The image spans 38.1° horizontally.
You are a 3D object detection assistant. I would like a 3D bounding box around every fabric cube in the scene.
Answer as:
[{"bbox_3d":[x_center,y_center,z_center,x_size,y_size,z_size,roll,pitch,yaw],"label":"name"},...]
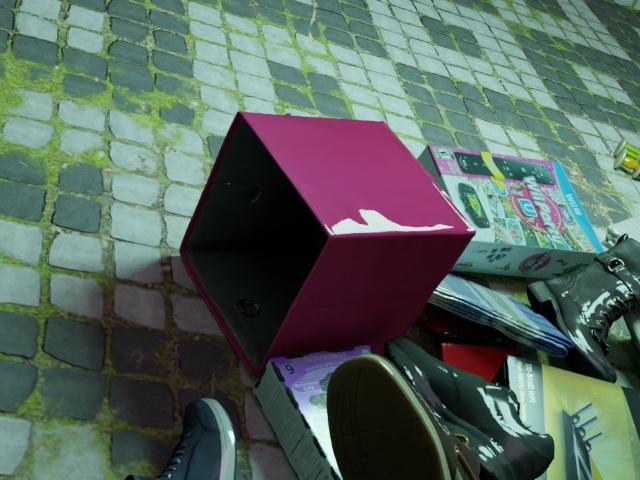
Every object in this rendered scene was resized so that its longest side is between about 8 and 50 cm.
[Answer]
[{"bbox_3d":[0.000,0.000,1.281,0.258,0.259,0.254,-3,44,-40],"label":"fabric cube"}]

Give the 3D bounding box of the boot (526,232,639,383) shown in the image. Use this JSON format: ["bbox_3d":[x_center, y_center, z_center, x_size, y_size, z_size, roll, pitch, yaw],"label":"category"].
[{"bbox_3d":[0.485,0.106,1.516,0.229,0.091,0.263,-23,46,-2],"label":"boot"}]

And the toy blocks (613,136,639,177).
[{"bbox_3d":[0.784,-0.179,2.229,0.148,0.054,0.123,28,35,1],"label":"toy blocks"}]

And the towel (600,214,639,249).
[{"bbox_3d":[0.732,0.072,1.831,0.332,0.053,0.317,44,28,23],"label":"towel"}]

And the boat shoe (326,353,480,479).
[{"bbox_3d":[0.122,0.273,1.056,0.342,0.123,0.123,59,26,-2],"label":"boat shoe"}]

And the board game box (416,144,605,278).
[{"bbox_3d":[0.329,-0.048,1.661,0.303,0.097,0.224,5,50,-29],"label":"board game box"}]

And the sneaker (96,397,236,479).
[{"bbox_3d":[-0.175,0.250,0.983,0.163,0.086,0.226,15,37,-22],"label":"sneaker"}]

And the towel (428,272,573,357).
[{"bbox_3d":[0.240,0.096,1.463,0.285,0.034,0.209,22,10,-11],"label":"towel"}]

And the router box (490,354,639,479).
[{"bbox_3d":[0.354,0.314,1.233,0.243,0.081,0.309,16,38,-5],"label":"router box"}]

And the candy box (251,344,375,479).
[{"bbox_3d":[0.033,0.233,1.160,0.165,0.070,0.196,-3,45,-37],"label":"candy box"}]

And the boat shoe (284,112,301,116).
[{"bbox_3d":[-0.004,-0.155,1.631,0.075,0.083,0.226,6,39,-27],"label":"boat shoe"}]

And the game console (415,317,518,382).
[{"bbox_3d":[0.225,0.178,1.416,0.144,0.085,0.124,8,8,-27],"label":"game console"}]

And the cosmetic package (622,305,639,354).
[{"bbox_3d":[0.612,0.201,1.500,0.296,0.153,0.129,-98,161,-49],"label":"cosmetic package"}]

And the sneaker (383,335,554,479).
[{"bbox_3d":[0.184,0.220,1.202,0.130,0.109,0.286,-22,45,-21],"label":"sneaker"}]
